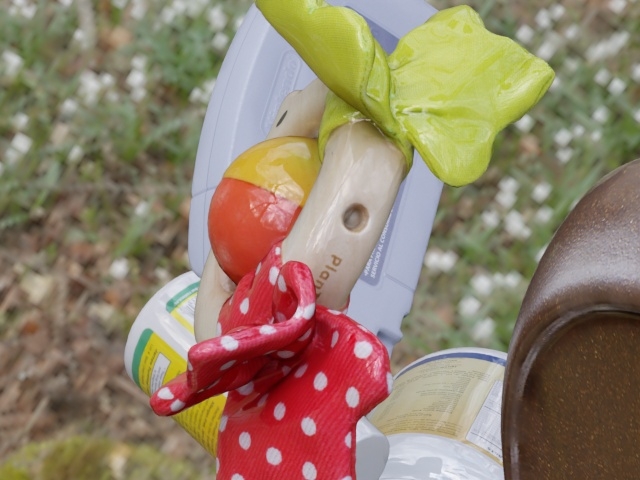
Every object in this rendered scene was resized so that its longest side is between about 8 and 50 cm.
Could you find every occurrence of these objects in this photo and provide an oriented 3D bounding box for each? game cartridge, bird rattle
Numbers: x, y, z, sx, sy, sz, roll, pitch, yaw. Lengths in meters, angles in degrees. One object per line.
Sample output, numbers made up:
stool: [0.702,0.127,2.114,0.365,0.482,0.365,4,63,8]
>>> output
game cartridge: [0.007,-0.072,1.441,0.196,0.060,0.294,33,61,-32]
bird rattle: [0.000,0.000,0.904,0.143,0.253,0.207,18,-7,-15]

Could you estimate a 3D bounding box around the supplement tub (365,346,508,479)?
supplement tub: [0.116,0.257,1.805,0.228,0.228,0.316,37,27,3]

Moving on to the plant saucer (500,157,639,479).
plant saucer: [0.151,0.122,0.685,0.050,0.310,0.310,-19,57,-25]

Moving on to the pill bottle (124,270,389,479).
pill bottle: [-0.047,0.124,1.494,0.208,0.117,0.118,39,28,30]
